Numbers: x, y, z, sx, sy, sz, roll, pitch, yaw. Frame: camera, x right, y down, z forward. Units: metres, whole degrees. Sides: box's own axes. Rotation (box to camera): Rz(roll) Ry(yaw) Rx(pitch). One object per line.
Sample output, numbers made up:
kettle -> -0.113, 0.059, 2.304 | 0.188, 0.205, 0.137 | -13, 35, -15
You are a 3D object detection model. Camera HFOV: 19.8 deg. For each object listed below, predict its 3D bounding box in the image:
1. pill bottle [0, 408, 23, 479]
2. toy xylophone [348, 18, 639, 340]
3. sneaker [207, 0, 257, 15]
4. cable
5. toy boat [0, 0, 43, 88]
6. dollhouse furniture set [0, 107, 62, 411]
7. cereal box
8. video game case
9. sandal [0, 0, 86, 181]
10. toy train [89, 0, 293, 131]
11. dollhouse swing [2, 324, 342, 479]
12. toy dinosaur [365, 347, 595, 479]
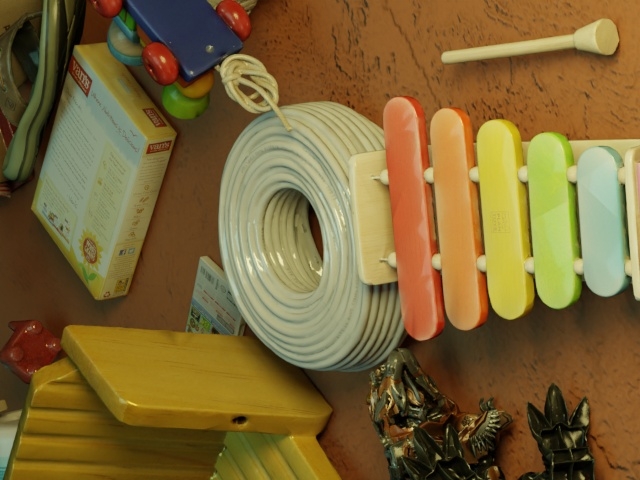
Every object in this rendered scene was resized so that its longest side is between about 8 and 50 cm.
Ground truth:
pill bottle -> -0.321, 0.336, 2.177 | 0.146, 0.146, 0.264 | 2, 101, 53
toy xylophone -> 0.153, -0.048, 1.473 | 0.322, 0.081, 0.236 | -10, 91, 48
sneaker -> -0.097, -0.237, 1.786 | 0.228, 0.087, 0.092 | -4, 105, 59
cable -> 0.000, 0.000, 1.701 | 0.257, 0.089, 0.257 | 44, 132, 38
toy boat -> -0.412, -0.273, 2.114 | 0.151, 0.151, 0.231 | 38, 134, 23
dollhouse furniture set -> -0.442, 0.032, 2.226 | 0.152, 0.201, 0.374 | -18, 89, 54
cereal box -> -0.245, -0.076, 2.049 | 0.173, 0.047, 0.240 | 51, 135, 33
video game case -> -0.111, 0.089, 1.942 | 0.087, 0.011, 0.122 | 41, 130, 39
sandal -> -0.334, -0.185, 2.069 | 0.120, 0.086, 0.303 | -76, 9, -48
toy train -> -0.118, -0.157, 1.716 | 0.248, 0.105, 0.143 | 50, 158, 15
dollhouse swing -> -0.136, 0.320, 1.821 | 0.305, 0.315, 0.347 | -109, 32, -46
toy dinosaur -> 0.142, 0.229, 1.562 | 0.322, 0.164, 0.218 | 45, 150, 13
